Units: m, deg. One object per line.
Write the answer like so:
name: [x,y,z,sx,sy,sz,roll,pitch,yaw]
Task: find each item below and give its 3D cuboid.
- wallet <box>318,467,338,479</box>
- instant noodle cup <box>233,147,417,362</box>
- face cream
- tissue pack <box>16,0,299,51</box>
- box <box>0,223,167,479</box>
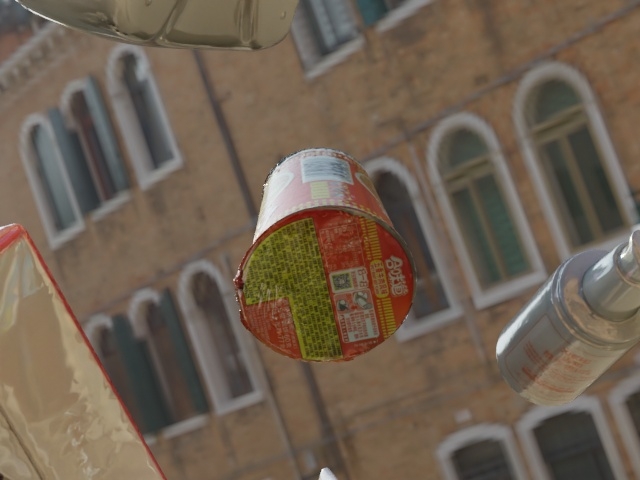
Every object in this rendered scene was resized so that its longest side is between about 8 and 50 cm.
wallet: [0.025,0.374,2.178,0.025,0.061,0.122,0,18,-20]
instant noodle cup: [0.000,0.000,1.676,0.193,0.193,0.212,-20,27,7]
face cream: [0.249,0.064,1.404,0.101,0.101,0.251,-16,-20,-23]
tissue pack: [-0.172,-0.317,1.537,0.236,0.229,0.333,28,18,28]
box: [-0.303,0.197,0.993,0.312,0.314,0.300,-3,30,48]
